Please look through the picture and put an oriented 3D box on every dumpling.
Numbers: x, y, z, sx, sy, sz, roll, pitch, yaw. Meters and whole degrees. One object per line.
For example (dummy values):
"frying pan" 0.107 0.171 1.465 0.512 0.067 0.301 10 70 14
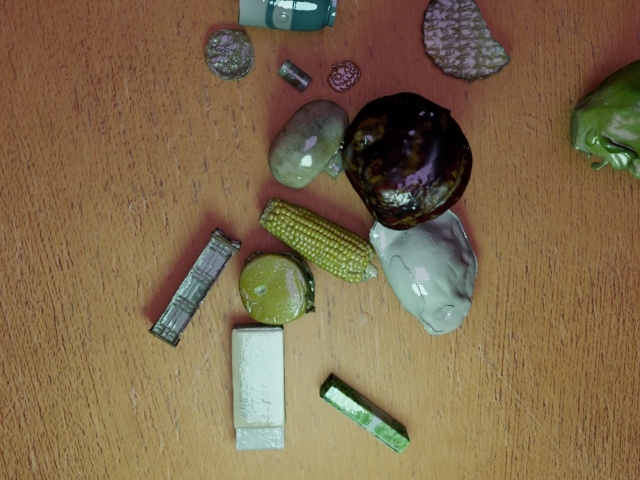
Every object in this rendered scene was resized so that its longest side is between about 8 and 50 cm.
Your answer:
"dumpling" 0.299 0.062 1.859 0.260 0.181 0.341 -33 76 -11

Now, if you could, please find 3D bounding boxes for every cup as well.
"cup" -0.086 -0.663 1.744 0.257 0.219 0.290 6 64 -5

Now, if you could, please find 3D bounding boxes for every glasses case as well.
"glasses case" 0.120 0.481 1.928 0.272 0.095 0.062 37 97 -6

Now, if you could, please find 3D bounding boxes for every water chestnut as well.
"water chestnut" 0.229 -0.185 1.738 0.335 0.347 0.336 -12 67 30

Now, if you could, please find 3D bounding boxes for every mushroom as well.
"mushroom" -0.016 -0.239 1.794 0.195 0.189 0.254 38 94 -4

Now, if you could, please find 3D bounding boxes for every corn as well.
"corn" 0.000 0.000 1.851 0.346 0.130 0.130 31 93 -4

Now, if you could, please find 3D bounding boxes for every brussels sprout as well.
"brussels sprout" 0.844 -0.315 1.809 0.370 0.276 0.315 5 109 3

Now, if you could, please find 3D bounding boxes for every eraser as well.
"eraser" -0.167 0.397 1.908 0.143 0.078 0.344 0 97 -3

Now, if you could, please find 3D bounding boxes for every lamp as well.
"lamp" -0.332 0.124 1.862 0.090 0.089 0.325 34 92 -6

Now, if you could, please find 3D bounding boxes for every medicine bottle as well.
"medicine bottle" -0.068 -0.433 1.839 0.083 0.047 0.047 36 93 -8

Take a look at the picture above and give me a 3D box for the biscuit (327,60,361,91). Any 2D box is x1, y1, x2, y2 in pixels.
"biscuit" 0.061 -0.441 1.863 0.091 0.015 0.078 -45 97 1

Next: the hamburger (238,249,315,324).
"hamburger" -0.111 0.117 1.848 0.189 0.122 0.215 -23 93 19

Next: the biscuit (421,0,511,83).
"biscuit" 0.365 -0.539 1.862 0.187 0.036 0.274 -31 98 0

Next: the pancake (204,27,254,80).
"pancake" -0.239 -0.486 1.834 0.139 0.022 0.140 -1 97 -4

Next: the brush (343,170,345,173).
"brush" 0.161 -0.245 1.876 0.233 0.047 0.103 -31 101 4
